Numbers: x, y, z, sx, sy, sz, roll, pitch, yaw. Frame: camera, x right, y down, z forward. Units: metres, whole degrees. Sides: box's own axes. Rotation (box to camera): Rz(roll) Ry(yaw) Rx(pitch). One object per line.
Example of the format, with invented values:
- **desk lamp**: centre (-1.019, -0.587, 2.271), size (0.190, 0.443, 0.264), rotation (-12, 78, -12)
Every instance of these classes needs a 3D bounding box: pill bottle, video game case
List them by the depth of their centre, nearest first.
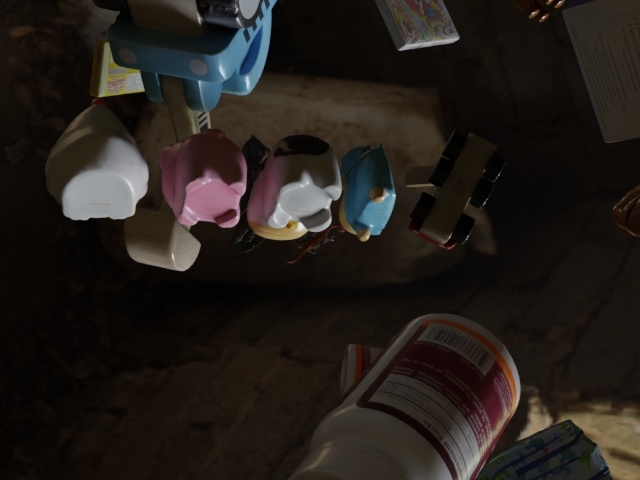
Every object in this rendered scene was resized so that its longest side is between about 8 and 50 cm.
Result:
- **pill bottle**: centre (0.123, 0.290, 1.305), size (0.392, 0.224, 0.224), rotation (-40, 120, -49)
- **video game case**: centre (0.163, -0.476, 1.729), size (0.206, 0.026, 0.227), rotation (-22, 87, -50)
- **pill bottle**: centre (0.156, 0.286, 1.876), size (0.121, 0.221, 0.121), rotation (-172, -90, -85)

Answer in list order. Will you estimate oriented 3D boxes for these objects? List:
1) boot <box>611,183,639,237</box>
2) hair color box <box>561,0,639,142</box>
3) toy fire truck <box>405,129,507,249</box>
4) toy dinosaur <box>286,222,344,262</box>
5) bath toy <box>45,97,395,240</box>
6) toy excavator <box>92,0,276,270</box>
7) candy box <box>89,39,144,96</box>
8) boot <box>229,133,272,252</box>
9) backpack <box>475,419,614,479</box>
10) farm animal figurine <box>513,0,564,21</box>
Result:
- **boot**: centre (0.517, -0.062, 1.122), size (0.220, 0.283, 0.109), rotation (-118, -177, -87)
- **hair color box**: centre (0.476, -0.242, 1.047), size (0.110, 0.338, 0.185), rotation (-43, 116, -42)
- **toy fire truck**: centre (0.241, -0.096, 1.835), size (0.217, 0.158, 0.246), rotation (-62, 178, -10)
- **toy dinosaur**: centre (0.000, 0.000, 1.402), size (0.047, 0.082, 0.090), rotation (38, 57, -17)
- **bath toy**: centre (-0.102, -0.070, 0.929), size (0.348, 0.151, 0.129), rotation (5, 50, -21)
- **toy excavator**: centre (-0.185, -0.235, 1.338), size (0.445, 0.222, 0.433), rotation (84, 22, -48)
- **candy box**: centre (-0.373, -0.340, 1.768), size (0.206, 0.027, 0.105), rotation (-28, 135, -63)
- **boot**: centre (-0.131, -0.090, 1.701), size (0.077, 0.137, 0.198), rotation (22, 106, -43)
- **backpack**: centre (0.416, 0.512, 1.806), size (0.290, 0.355, 0.273), rotation (105, -25, -63)
- **farm animal figurine**: centre (0.400, -0.505, 1.347), size (0.326, 0.330, 0.172), rotation (-23, 73, -32)
